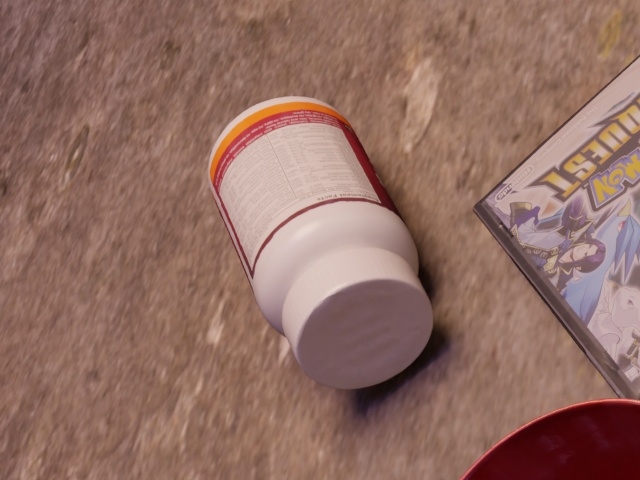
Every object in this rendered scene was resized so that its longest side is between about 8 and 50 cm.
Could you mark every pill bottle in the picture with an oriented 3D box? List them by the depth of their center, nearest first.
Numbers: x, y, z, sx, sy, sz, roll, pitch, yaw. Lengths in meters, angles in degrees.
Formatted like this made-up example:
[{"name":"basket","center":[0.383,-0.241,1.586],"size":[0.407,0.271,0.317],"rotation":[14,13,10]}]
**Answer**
[{"name":"pill bottle","center":[0.000,0.000,1.365],"size":[0.121,0.121,0.221],"rotation":[-39,40,12]}]

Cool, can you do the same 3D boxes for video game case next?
[{"name":"video game case","center":[0.256,-0.042,1.226],"size":[0.275,0.035,0.248],"rotation":[-42,39,8]}]

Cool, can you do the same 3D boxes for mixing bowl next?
[{"name":"mixing bowl","center":[0.143,0.179,0.907],"size":[0.181,0.098,0.181],"rotation":[-26,43,27]}]
